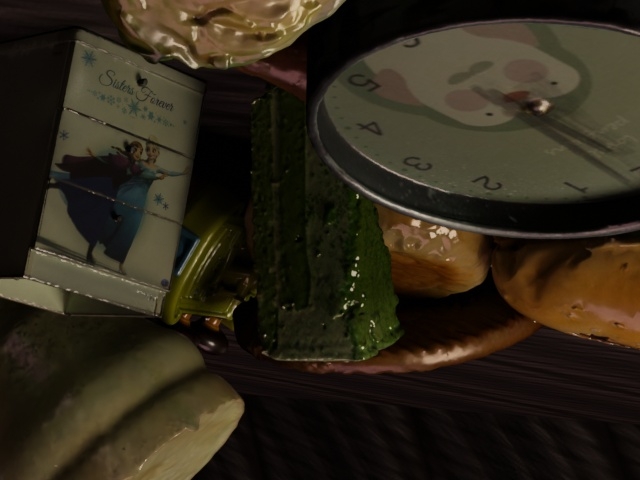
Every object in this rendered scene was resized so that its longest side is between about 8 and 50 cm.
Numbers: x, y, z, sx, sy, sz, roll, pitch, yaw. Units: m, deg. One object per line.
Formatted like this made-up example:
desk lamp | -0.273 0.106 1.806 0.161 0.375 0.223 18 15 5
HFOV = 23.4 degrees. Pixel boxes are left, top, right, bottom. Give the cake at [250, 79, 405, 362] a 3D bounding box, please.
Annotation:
cake | -0.008 -0.012 1.264 0.100 0.235 0.099 -2 -161 26

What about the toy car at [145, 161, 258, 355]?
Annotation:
toy car | -0.124 0.002 1.605 0.142 0.200 0.248 32 -178 20

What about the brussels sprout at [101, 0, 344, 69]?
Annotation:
brussels sprout | -0.056 -0.177 0.819 0.149 0.122 0.151 8 134 -25

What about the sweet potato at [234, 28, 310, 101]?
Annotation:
sweet potato | 0.041 -0.120 1.156 0.314 0.066 0.072 18 125 -30

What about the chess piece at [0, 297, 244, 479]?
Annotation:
chess piece | -0.295 0.075 1.486 0.442 0.234 0.234 47 177 15

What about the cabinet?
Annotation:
cabinet | -0.209 -0.051 1.304 0.150 0.206 0.145 -2 164 44

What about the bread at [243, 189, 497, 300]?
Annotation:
bread | 0.049 -0.028 1.419 0.244 0.134 0.244 9 165 2

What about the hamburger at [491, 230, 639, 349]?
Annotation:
hamburger | 0.313 0.015 1.366 0.304 0.174 0.284 13 -178 16

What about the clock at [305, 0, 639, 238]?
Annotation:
clock | 0.146 -0.092 1.041 0.319 0.066 0.319 4 156 2

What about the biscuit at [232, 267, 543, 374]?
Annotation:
biscuit | 0.070 0.068 1.533 0.318 0.040 0.318 -5 -167 1
